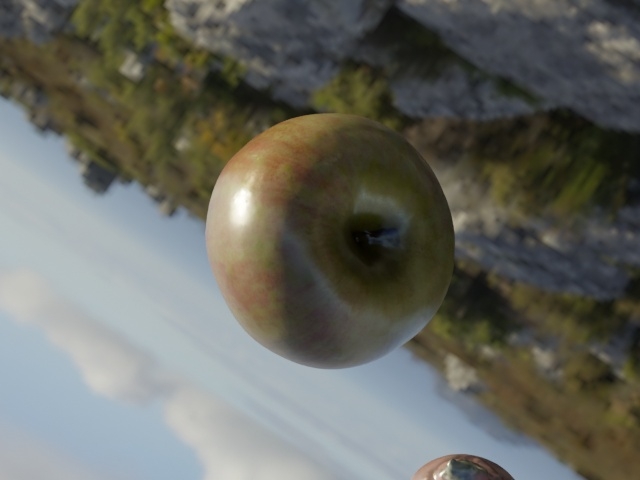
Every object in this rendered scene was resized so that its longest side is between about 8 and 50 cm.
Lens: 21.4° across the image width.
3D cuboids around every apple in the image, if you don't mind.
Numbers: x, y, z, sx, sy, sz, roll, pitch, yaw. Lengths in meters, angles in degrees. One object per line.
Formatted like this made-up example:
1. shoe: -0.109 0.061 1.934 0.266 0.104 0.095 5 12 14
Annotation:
1. apple: 0.000 0.000 1.693 0.257 0.257 0.234 36 161 -28

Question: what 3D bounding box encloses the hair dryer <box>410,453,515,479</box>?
1. hair dryer: 0.056 0.227 0.905 0.210 0.125 0.352 -1 132 5
